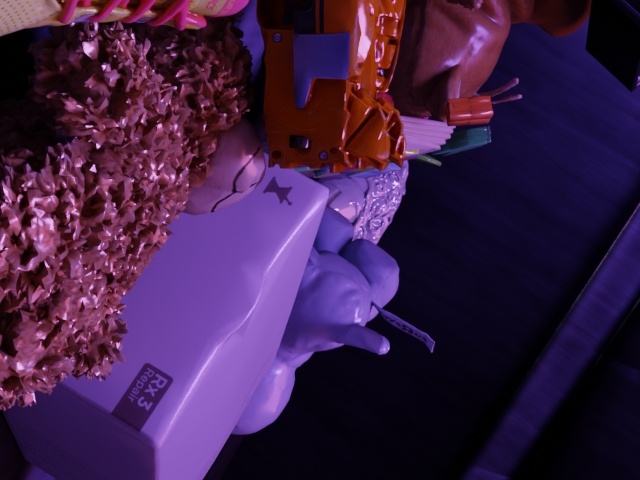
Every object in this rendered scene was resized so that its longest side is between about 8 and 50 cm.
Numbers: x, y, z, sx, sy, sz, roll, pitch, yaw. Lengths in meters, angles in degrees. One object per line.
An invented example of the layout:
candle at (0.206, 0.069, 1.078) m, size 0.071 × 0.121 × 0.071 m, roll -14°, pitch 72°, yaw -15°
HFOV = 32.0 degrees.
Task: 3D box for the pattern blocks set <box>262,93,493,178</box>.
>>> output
pattern blocks set at (0.029, -0.087, 1.050) m, size 0.285 × 0.026 × 0.324 m, roll -15°, pitch 173°, yaw 42°

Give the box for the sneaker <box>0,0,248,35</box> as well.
sneaker at (-0.073, -0.116, 0.428) m, size 0.208 × 0.094 × 0.081 m, roll -49°, pitch 171°, yaw -53°

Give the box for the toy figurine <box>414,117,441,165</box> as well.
toy figurine at (0.109, -0.202, 1.535) m, size 0.130 × 0.173 × 0.159 m, roll -130°, pitch -122°, yaw -84°

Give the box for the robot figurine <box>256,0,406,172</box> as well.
robot figurine at (0.017, -0.187, 0.657) m, size 0.211 × 0.085 × 0.291 m, roll -31°, pitch 125°, yaw -79°

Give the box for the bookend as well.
bookend at (0.352, -0.251, 1.126) m, size 0.157 × 0.072 × 0.156 m, roll -42°, pitch 163°, yaw -2°

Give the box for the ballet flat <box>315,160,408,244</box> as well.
ballet flat at (0.000, 0.000, 1.735) m, size 0.409 × 0.147 × 0.147 m, roll -60°, pitch 174°, yaw -3°

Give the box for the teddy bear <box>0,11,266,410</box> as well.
teddy bear at (-0.122, -0.009, 0.563) m, size 0.338 × 0.113 × 0.245 m, roll -40°, pitch 147°, yaw -65°

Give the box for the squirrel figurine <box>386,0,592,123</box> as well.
squirrel figurine at (0.156, -0.307, 1.123) m, size 0.370 × 0.281 × 0.397 m, roll -49°, pitch 160°, yaw 2°

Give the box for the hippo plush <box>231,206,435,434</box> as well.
hippo plush at (-0.041, 0.098, 1.226) m, size 0.237 × 0.294 × 0.234 m, roll -53°, pitch 155°, yaw 17°

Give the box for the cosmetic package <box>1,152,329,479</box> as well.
cosmetic package at (-0.131, 0.082, 0.874) m, size 0.217 × 0.156 × 0.385 m, roll -57°, pitch 173°, yaw -26°
